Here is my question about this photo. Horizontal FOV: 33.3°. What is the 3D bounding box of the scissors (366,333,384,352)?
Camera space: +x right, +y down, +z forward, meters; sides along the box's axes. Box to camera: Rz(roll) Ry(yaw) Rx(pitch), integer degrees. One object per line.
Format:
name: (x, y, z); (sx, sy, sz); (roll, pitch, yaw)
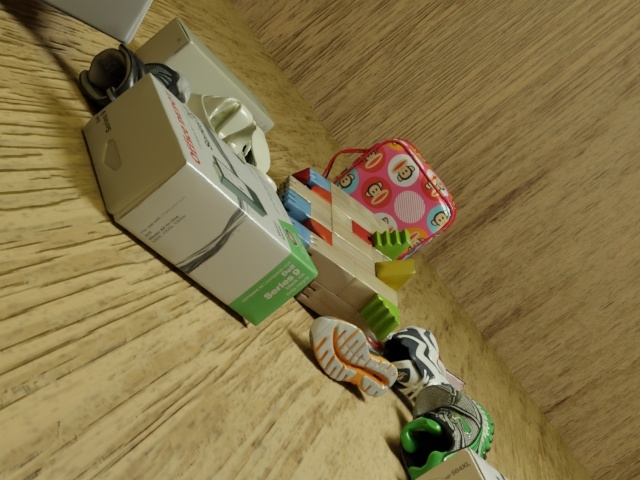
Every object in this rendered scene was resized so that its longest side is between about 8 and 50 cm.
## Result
scissors: (0.032, 0.102, 2.036); (0.297, 0.021, 0.109); (51, 14, 19)

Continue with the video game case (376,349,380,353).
video game case: (0.117, 0.220, 2.038); (0.087, 0.011, 0.122); (49, 11, -24)

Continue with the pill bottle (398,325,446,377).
pill bottle: (0.193, 0.234, 2.125); (0.086, 0.086, 0.152); (48, 10, -23)

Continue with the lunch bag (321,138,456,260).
lunch bag: (0.101, -0.066, 2.167); (0.258, 0.293, 0.120); (53, 14, 2)

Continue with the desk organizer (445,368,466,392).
desk organizer: (0.235, 0.286, 2.234); (0.130, 0.050, 0.047); (36, -21, -9)

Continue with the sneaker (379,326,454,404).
sneaker: (0.172, 0.264, 1.942); (0.153, 0.094, 0.235); (11, 59, -49)

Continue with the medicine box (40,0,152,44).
medicine box: (-0.360, -0.440, 1.528); (0.263, 0.149, 0.289); (25, 20, -22)

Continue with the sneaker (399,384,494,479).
sneaker: (0.198, 0.314, 1.719); (0.146, 0.134, 0.343); (49, 11, -14)

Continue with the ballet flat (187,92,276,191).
ballet flat: (-0.154, -0.158, 1.776); (0.139, 0.139, 0.400); (45, 12, -37)

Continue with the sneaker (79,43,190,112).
sneaker: (-0.270, -0.230, 1.563); (0.153, 0.101, 0.269); (50, 12, -32)

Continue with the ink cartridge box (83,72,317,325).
ink cartridge box: (-0.156, -0.051, 1.401); (0.289, 0.121, 0.211); (42, 14, -44)

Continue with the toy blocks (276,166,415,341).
toy blocks: (0.000, 0.000, 1.878); (0.261, 0.191, 0.381); (36, 24, -19)

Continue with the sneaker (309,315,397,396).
sneaker: (0.038, 0.174, 1.671); (0.083, 0.084, 0.215); (43, -3, 44)

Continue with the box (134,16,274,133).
box: (-0.213, -0.280, 1.996); (0.275, 0.113, 0.094); (44, 12, -46)

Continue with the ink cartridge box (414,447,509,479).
ink cartridge box: (0.198, 0.381, 1.435); (0.203, 0.148, 0.086); (42, 16, -44)

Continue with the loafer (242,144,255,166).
loafer: (-0.127, -0.129, 1.940); (0.078, 0.080, 0.220); (49, 10, -16)
